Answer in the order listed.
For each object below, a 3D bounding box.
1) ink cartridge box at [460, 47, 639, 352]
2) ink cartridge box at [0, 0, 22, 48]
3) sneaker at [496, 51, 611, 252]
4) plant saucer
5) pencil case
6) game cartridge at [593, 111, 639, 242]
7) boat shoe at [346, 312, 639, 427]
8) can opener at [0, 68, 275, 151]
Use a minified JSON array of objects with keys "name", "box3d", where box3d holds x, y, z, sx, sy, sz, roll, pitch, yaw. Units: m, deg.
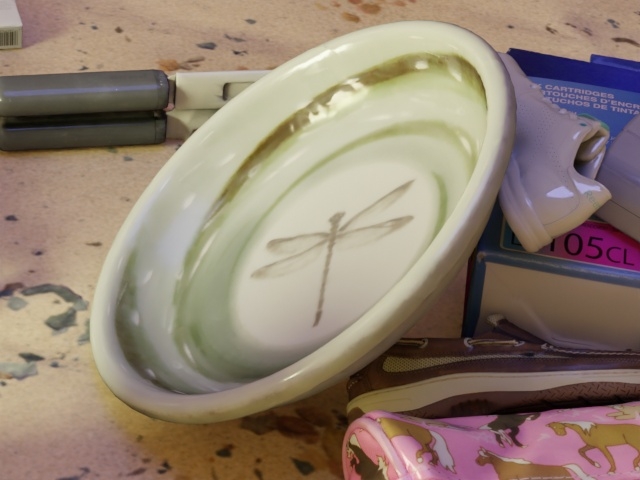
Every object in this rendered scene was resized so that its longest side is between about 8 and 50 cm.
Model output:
[{"name":"ink cartridge box","box3d":[0.270,-0.025,1.619,0.270,0.151,0.395,10,35,3]},{"name":"ink cartridge box","box3d":[-0.342,-0.234,1.873,0.062,0.029,0.115,-5,37,-17]},{"name":"sneaker","box3d":[0.182,-0.083,1.467,0.094,0.080,0.212,-27,43,16]},{"name":"plant saucer","box3d":[0.000,0.000,1.461,0.400,0.100,0.400,-28,34,21]},{"name":"pencil case","box3d":[0.210,0.183,1.315,0.386,0.160,0.167,-3,37,-17]},{"name":"game cartridge","box3d":[0.360,-0.060,1.517,0.196,0.060,0.294,31,40,30]},{"name":"boat shoe","box3d":[0.147,0.097,1.421,0.257,0.095,0.095,-4,62,0]},{"name":"can opener","box3d":[-0.161,-0.111,1.704,0.283,0.076,0.095,-4,37,-15]}]
